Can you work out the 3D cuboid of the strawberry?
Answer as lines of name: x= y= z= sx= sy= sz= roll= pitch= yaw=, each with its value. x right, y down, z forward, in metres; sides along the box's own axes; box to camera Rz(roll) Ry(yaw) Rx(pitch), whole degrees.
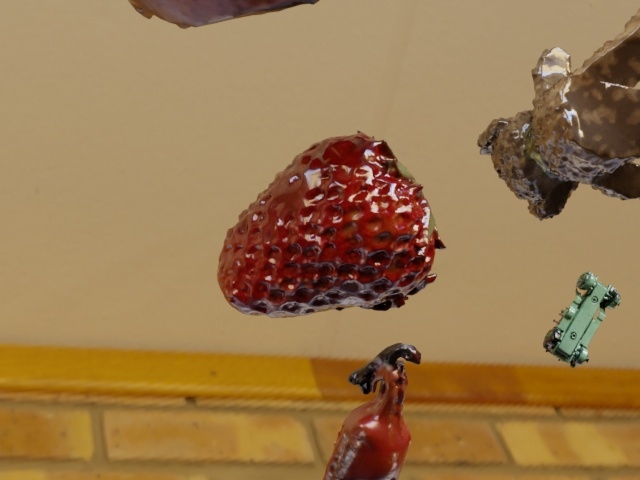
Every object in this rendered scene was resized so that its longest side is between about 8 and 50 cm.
strawberry: x=0.000 y=0.000 z=1.325 sx=0.244 sy=0.205 sz=0.205 roll=-30 pitch=-53 yaw=0

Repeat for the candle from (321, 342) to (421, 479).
candle: x=0.010 y=0.192 z=0.826 sx=0.084 sy=0.059 sz=0.302 roll=-25 pitch=-41 yaw=-51

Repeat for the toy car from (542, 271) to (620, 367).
toy car: x=0.402 y=0.122 z=1.860 sx=0.073 sy=0.054 sz=0.143 roll=33 pitch=-99 yaw=-9

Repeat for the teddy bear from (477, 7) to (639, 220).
teddy bear: x=0.386 y=-0.167 z=1.654 sx=0.296 sy=0.222 sz=0.246 roll=-36 pitch=-89 yaw=-4

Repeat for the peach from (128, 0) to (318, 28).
peach: x=-0.046 y=-0.397 z=1.176 sx=0.405 sy=0.335 sz=0.310 roll=-13 pitch=-65 yaw=17
